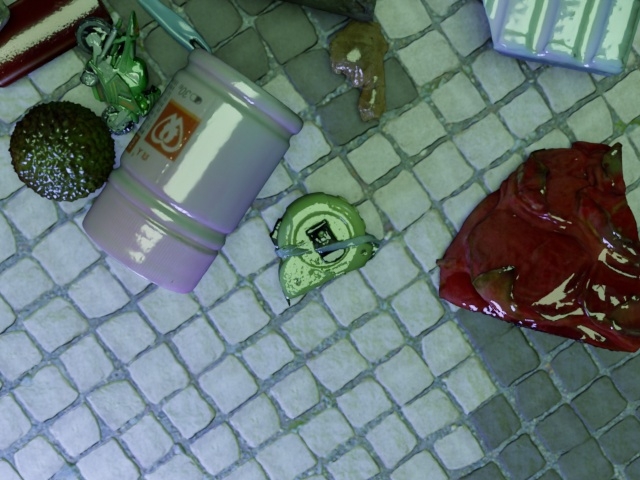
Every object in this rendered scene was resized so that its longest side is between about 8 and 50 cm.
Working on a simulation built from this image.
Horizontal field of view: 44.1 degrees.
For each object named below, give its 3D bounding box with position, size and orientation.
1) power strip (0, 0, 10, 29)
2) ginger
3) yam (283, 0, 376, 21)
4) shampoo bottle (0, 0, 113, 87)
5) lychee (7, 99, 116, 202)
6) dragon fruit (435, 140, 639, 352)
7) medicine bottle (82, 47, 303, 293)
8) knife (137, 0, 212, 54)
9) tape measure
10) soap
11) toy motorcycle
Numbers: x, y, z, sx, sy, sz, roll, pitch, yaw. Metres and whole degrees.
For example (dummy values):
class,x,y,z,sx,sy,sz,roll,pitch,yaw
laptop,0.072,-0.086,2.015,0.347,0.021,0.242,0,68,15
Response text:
class,x,y,z,sx,sy,sz,roll,pitch,yaw
power strip,-0.580,-0.315,1.153,0.198,0.064,0.213,40,94,20
ginger,0.060,-0.269,1.246,0.096,0.067,0.165,-10,99,-25
yam,-0.043,-0.436,1.173,0.304,0.168,0.168,11,96,-8
shampoo bottle,-0.453,-0.310,1.202,0.260,0.064,0.102,-30,97,0
lychee,-0.385,-0.134,1.180,0.171,0.171,0.171,-1,98,-5
dragon fruit,0.361,-0.009,1.227,0.285,0.228,0.329,14,98,-5
medicine bottle,-0.190,-0.103,1.181,0.202,0.202,0.316,34,93,-8
knife,-0.279,-0.394,1.229,0.313,0.019,0.044,44,85,-8
tape measure,0.000,0.000,1.268,0.177,0.087,0.154,-24,98,-3
soap,0.372,-0.487,1.161,0.261,0.156,0.447,15,104,14
toy motorcycle,-0.304,-0.251,1.206,0.106,0.074,0.190,-8,121,2
